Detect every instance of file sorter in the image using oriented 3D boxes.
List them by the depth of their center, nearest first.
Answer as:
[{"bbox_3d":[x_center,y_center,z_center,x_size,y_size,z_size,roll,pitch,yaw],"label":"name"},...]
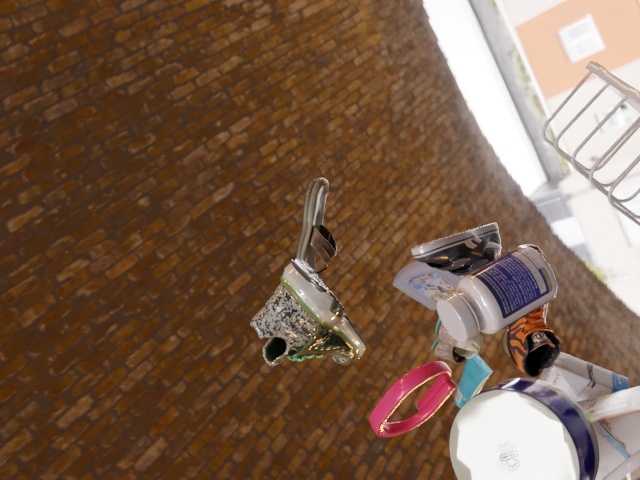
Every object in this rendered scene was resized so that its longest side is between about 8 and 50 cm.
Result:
[{"bbox_3d":[0.554,-0.163,1.306,0.193,0.173,0.277,29,-158,-26],"label":"file sorter"}]

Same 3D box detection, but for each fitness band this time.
[{"bbox_3d":[0.251,0.437,1.992,0.209,0.290,0.054,0,-137,-35],"label":"fitness band"}]

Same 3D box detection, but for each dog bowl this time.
[{"bbox_3d":[0.387,0.404,1.400,0.104,0.265,0.264,-5,-101,-51],"label":"dog bowl"}]

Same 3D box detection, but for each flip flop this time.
[{"bbox_3d":[0.000,0.000,1.617,0.112,0.080,0.276,-27,-54,-76],"label":"flip flop"}]

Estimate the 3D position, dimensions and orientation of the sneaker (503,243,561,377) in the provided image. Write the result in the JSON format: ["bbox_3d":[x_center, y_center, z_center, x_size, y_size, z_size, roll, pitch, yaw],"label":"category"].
[{"bbox_3d":[0.517,0.179,1.741,0.180,0.125,0.320,-99,3,-72],"label":"sneaker"}]

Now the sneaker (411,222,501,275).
[{"bbox_3d":[0.385,0.038,1.970,0.321,0.126,0.127,-13,-93,-37],"label":"sneaker"}]

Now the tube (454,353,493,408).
[{"bbox_3d":[0.382,0.354,1.835,0.052,0.207,0.080,-30,-122,-26],"label":"tube"}]

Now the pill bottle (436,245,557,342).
[{"bbox_3d":[0.301,0.097,1.258,0.187,0.112,0.112,-27,-85,-16],"label":"pill bottle"}]

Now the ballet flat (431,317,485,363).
[{"bbox_3d":[0.326,0.217,1.689,0.106,0.316,0.107,32,-104,16],"label":"ballet flat"}]

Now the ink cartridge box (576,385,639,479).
[{"bbox_3d":[0.673,0.443,1.574,0.198,0.270,0.197,-13,-99,-63],"label":"ink cartridge box"}]

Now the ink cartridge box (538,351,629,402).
[{"bbox_3d":[0.642,0.375,1.804,0.191,0.139,0.082,22,-149,10],"label":"ink cartridge box"}]

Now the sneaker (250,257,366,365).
[{"bbox_3d":[-0.039,0.182,1.468,0.158,0.182,0.410,50,174,31],"label":"sneaker"}]

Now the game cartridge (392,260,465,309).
[{"bbox_3d":[0.365,0.130,2.253,0.198,0.297,0.062,29,-117,-21],"label":"game cartridge"}]

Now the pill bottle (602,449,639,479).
[{"bbox_3d":[0.589,0.451,1.145,0.153,0.153,0.264,-4,-132,-45],"label":"pill bottle"}]
